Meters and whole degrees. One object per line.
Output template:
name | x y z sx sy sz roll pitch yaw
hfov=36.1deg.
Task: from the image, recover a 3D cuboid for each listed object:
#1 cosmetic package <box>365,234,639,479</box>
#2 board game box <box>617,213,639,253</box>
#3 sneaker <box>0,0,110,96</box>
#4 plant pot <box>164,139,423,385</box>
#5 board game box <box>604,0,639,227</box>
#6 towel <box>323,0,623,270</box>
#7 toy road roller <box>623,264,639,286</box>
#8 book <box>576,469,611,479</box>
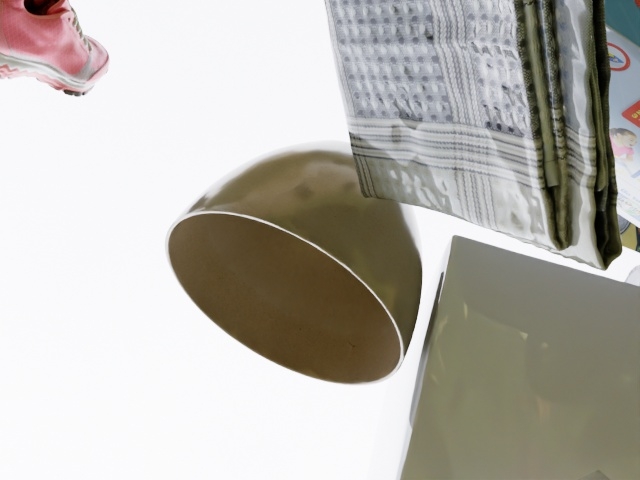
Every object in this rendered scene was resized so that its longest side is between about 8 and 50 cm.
cosmetic package | 0.234 0.265 1.143 0.329 0.393 0.327 16 -124 2
board game box | 0.478 -0.050 1.298 0.243 0.165 0.042 25 -153 24
sneaker | -0.386 -0.299 1.426 0.116 0.136 0.314 48 -161 12
plant pot | 0.000 0.000 1.088 0.284 0.284 0.191 28 -122 7
board game box | 0.359 -0.129 1.053 0.308 0.302 0.086 34 -106 -2
towel | 0.098 -0.149 0.782 0.056 0.312 0.324 -21 -157 -28
toy road roller | 0.635 0.015 1.561 0.202 0.240 0.329 21 -106 1
book | 0.202 0.256 0.819 0.144 0.035 0.096 -22 -146 -15
